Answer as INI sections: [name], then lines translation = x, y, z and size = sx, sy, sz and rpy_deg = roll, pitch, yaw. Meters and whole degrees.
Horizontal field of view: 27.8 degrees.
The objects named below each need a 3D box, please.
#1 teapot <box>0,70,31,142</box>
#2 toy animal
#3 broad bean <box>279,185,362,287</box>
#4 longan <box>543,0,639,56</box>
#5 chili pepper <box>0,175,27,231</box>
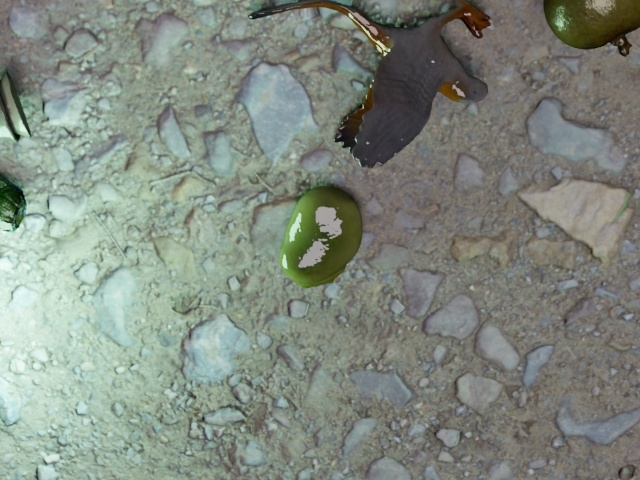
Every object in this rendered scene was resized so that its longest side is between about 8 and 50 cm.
[teapot]
translation = -0.571, -0.165, 1.942
size = 0.251, 0.183, 0.183
rpy_deg = -20, 121, -7
[toy animal]
translation = 0.094, -0.288, 1.915
size = 0.302, 0.225, 0.284
rpy_deg = -30, 96, 3
[broad bean]
translation = 0.000, 0.000, 2.087
size = 0.124, 0.082, 0.174
rpy_deg = 25, 120, -12
[longan]
translation = 0.400, -0.337, 1.839
size = 0.155, 0.145, 0.176
rpy_deg = -12, 111, 33
[chili pepper]
translation = -0.581, -0.075, 2.058
size = 0.224, 0.061, 0.098
rpy_deg = 13, 102, -2
